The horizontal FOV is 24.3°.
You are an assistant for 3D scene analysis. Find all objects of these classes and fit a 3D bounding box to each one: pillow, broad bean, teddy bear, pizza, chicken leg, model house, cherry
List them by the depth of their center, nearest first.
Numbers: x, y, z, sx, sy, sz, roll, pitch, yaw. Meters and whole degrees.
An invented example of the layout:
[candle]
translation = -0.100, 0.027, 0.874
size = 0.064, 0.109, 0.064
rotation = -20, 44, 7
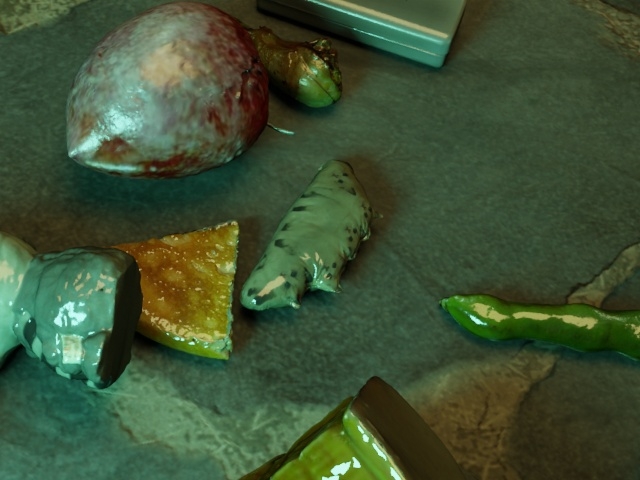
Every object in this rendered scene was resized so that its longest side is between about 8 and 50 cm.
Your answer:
[model house]
translation = 0.007, 0.249, 1.244
size = 0.199, 0.229, 0.219
rotation = 55, 13, 13
[teddy bear]
translation = -0.275, 0.061, 1.383
size = 0.251, 0.144, 0.171
rotation = 12, 10, 19
[pizza]
translation = -0.145, 0.032, 1.490
size = 0.184, 0.036, 0.176
rotation = 22, 46, 10
[broad bean]
translation = 0.249, 0.088, 1.520
size = 0.256, 0.052, 0.053
rotation = 8, 6, -2
[pillow]
translation = 0.001, -0.001, 1.540
size = 0.093, 0.051, 0.241
rotation = 23, 46, 9
[cherry]
translation = -0.166, -0.146, 1.556
size = 0.249, 0.175, 0.192
rotation = -34, 74, -32
[chicken leg]
translation = -0.042, -0.216, 1.722
size = 0.178, 0.070, 0.093
rotation = 30, 49, 28

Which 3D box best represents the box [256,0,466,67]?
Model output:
[box]
translation = 0.050, -0.289, 1.807
size = 0.243, 0.055, 0.103
rotation = 19, 48, 4
